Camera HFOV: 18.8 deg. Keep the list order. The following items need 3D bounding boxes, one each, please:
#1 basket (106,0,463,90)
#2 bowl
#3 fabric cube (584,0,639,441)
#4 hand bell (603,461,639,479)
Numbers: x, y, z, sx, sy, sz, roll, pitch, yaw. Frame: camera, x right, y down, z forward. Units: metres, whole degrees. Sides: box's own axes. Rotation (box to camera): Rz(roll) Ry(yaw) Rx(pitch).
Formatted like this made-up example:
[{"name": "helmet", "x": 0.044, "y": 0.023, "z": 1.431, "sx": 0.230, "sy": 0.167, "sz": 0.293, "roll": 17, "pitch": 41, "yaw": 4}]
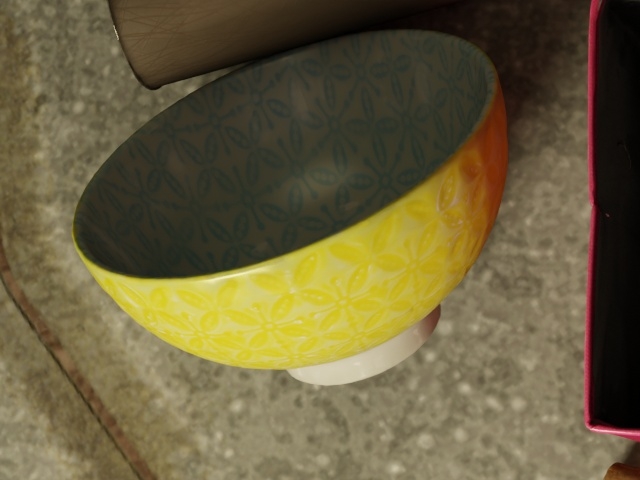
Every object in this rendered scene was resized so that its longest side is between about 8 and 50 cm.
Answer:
[{"name": "basket", "x": -0.018, "y": -0.206, "z": 1.320, "sx": 0.227, "sy": 0.204, "sz": 0.154, "roll": -11, "pitch": 118, "yaw": 9}, {"name": "bowl", "x": 0.000, "y": 0.000, "z": 1.263, "sx": 0.289, "sy": 0.289, "sz": 0.156, "roll": -13, "pitch": 120, "yaw": 17}, {"name": "fabric cube", "x": 0.303, "y": -0.003, "z": 1.120, "sx": 0.254, "sy": 0.258, "sz": 0.259, "roll": -1, "pitch": 82, "yaw": 20}, {"name": "hand bell", "x": 0.277, "y": 0.200, "z": 1.193, "sx": 0.242, "sy": 0.126, "sz": 0.126, "roll": 29, "pitch": 92, "yaw": 32}]
